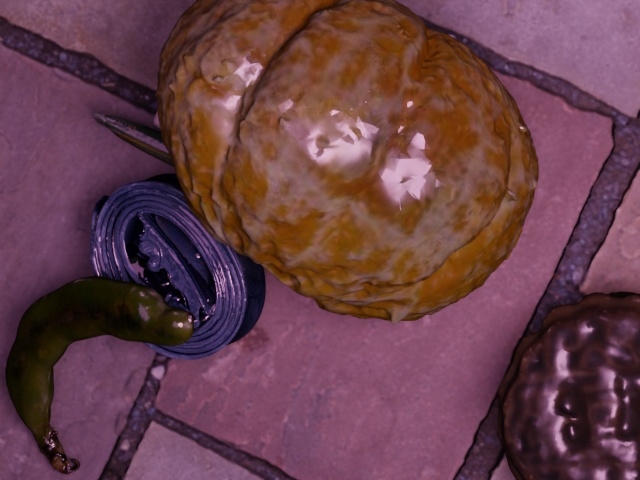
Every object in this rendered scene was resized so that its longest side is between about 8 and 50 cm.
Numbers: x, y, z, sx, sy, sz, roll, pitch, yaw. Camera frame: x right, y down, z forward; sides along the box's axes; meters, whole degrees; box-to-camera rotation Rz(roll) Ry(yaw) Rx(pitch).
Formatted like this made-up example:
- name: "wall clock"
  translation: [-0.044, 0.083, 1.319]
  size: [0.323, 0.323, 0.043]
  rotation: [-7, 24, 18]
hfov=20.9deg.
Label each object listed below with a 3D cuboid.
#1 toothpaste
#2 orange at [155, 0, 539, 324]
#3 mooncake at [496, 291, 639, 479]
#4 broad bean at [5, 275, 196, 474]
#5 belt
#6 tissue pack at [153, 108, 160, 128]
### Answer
- name: "toothpaste"
  translation: [-0.128, -0.080, 1.698]
  size: [0.204, 0.049, 0.031]
  rotation: [24, 83, 7]
- name: "orange"
  translation: [0.029, -0.077, 1.525]
  size: [0.369, 0.210, 0.271]
  rotation: [32, 93, -16]
- name: "mooncake"
  translation: [0.273, 0.157, 1.565]
  size: [0.228, 0.124, 0.228]
  rotation: [2, 95, 27]
- name: "broad bean"
  translation: [-0.229, 0.109, 1.687]
  size: [0.144, 0.049, 0.292]
  rotation: [48, 130, 6]
- name: "belt"
  translation: [-0.141, 0.022, 1.686]
  size: [0.141, 0.082, 0.190]
  rotation: [-33, 87, 18]
- name: "tissue pack"
  translation: [-0.023, -0.225, 1.644]
  size: [0.170, 0.071, 0.325]
  rotation: [23, 99, 9]
